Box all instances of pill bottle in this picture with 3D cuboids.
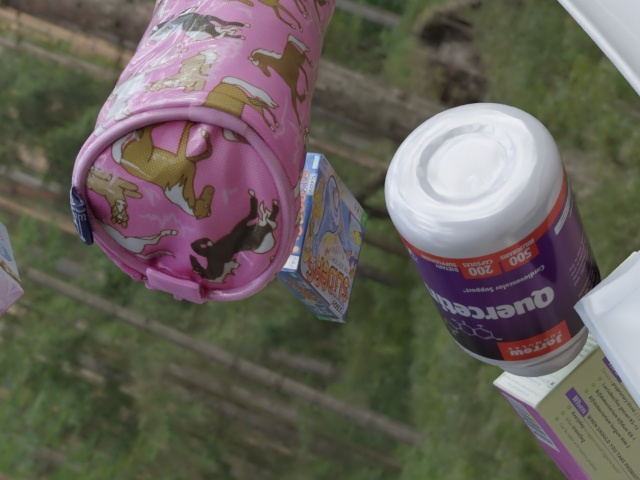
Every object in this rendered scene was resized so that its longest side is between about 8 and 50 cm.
[{"bbox_3d":[0.195,0.014,1.590,0.181,0.181,0.323,-63,-34,-25],"label":"pill bottle"}]

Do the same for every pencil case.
[{"bbox_3d":[-0.073,-0.121,1.115,0.160,0.167,0.386,56,-156,-29],"label":"pencil case"}]

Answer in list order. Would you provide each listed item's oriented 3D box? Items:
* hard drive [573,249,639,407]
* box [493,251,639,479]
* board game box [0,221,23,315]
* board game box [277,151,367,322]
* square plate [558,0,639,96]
[{"bbox_3d":[0.398,0.127,1.409,0.203,0.308,0.040,-44,-28,27],"label":"hard drive"},{"bbox_3d":[0.371,0.177,1.774,0.243,0.213,0.117,-42,19,-7],"label":"box"},{"bbox_3d":[-0.485,0.108,1.718,0.318,0.066,0.318,-44,20,-1],"label":"board game box"},{"bbox_3d":[0.000,0.000,1.666,0.201,0.035,0.136,48,-128,-66],"label":"board game box"},{"bbox_3d":[0.351,-0.145,0.941,0.049,0.344,0.347,73,172,-49],"label":"square plate"}]
